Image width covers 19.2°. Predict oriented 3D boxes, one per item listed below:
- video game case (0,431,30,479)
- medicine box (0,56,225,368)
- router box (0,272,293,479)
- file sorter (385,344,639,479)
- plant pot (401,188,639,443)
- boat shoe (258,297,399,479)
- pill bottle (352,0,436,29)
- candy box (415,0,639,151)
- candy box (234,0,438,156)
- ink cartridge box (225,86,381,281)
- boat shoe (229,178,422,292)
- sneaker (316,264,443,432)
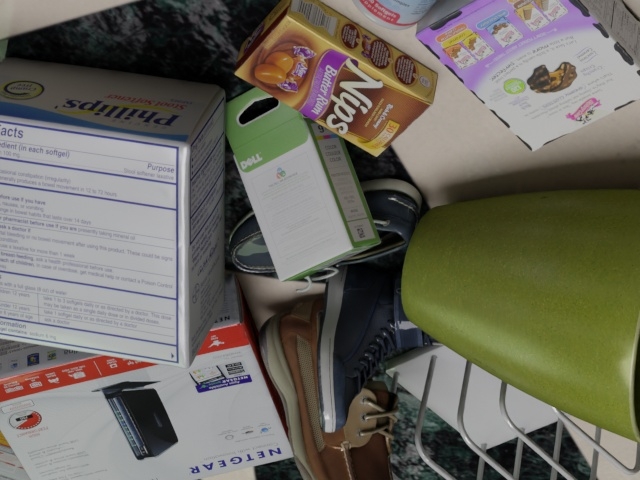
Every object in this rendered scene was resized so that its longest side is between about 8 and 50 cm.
[{"bbox_3d":[-0.367,0.283,2.634,0.204,0.025,0.285,20,139,-7],"label":"video game case"},{"bbox_3d":[-0.248,-0.031,2.088,0.264,0.149,0.289,9,120,11],"label":"medicine box"},{"bbox_3d":[-0.225,0.196,2.371,0.335,0.082,0.301,-14,139,4],"label":"router box"},{"bbox_3d":[0.231,0.216,2.291,0.278,0.173,0.193,-27,125,37],"label":"file sorter"},{"bbox_3d":[0.247,0.056,2.068,0.294,0.274,0.274,12,141,25],"label":"plant pot"},{"bbox_3d":[0.031,0.209,2.252,0.116,0.324,0.123,-34,157,24],"label":"boat shoe"},{"bbox_3d":[0.098,-0.283,1.831,0.087,0.087,0.160,26,137,-14],"label":"pill bottle"},{"bbox_3d":[0.221,-0.200,1.905,0.165,0.070,0.196,-26,125,36],"label":"candy box"},{"bbox_3d":[0.017,-0.176,2.000,0.187,0.053,0.109,28,136,-19],"label":"candy box"},{"bbox_3d":[-0.024,-0.071,2.084,0.109,0.062,0.209,-25,83,35],"label":"ink cartridge box"},{"bbox_3d":[0.000,0.000,2.179,0.255,0.079,0.095,-11,135,26],"label":"boat shoe"},{"bbox_3d":[0.079,0.124,2.191,0.163,0.226,0.086,5,144,4],"label":"sneaker"}]
